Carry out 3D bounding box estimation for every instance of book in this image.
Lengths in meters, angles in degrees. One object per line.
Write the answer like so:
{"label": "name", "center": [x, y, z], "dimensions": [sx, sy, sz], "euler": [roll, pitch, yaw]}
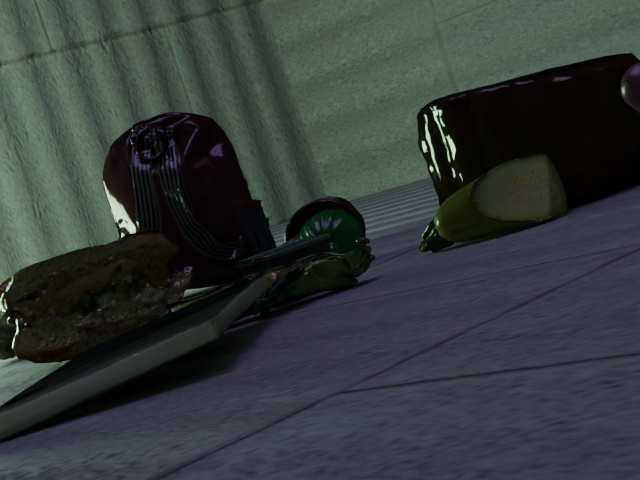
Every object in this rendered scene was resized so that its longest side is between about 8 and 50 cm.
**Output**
{"label": "book", "center": [-0.195, 0.117, 1.571], "dimensions": [0.264, 0.031, 0.379], "euler": [-24, 3, 6]}

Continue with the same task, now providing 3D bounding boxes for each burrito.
{"label": "burrito", "center": [-0.068, 0.063, 1.787], "dimensions": [0.288, 0.054, 0.104], "euler": [-18, 4, -2]}

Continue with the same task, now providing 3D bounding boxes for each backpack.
{"label": "backpack", "center": [-0.240, -0.062, 2.546], "dimensions": [0.283, 0.317, 0.197], "euler": [-16, 2, 13]}

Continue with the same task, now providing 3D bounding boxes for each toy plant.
{"label": "toy plant", "center": [0.000, 0.000, 2.116], "dimensions": [0.143, 0.105, 0.200], "euler": [-26, 12, 18]}

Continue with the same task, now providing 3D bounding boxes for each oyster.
{"label": "oyster", "center": [-0.457, 0.141, 2.453], "dimensions": [0.072, 0.133, 0.209], "euler": [32, 27, 26]}

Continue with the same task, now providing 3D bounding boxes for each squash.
{"label": "squash", "center": [0.202, -0.037, 1.854], "dimensions": [0.200, 0.090, 0.075], "euler": [-24, -3, 20]}

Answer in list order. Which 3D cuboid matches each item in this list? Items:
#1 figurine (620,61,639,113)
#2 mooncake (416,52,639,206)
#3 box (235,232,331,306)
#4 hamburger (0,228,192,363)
{"label": "figurine", "center": [0.391, -0.124, 1.432], "dimensions": [0.173, 0.173, 0.173], "euler": [-18, 3, 1]}
{"label": "mooncake", "center": [0.295, -0.135, 2.012], "dimensions": [0.324, 0.187, 0.324], "euler": [-16, 4, 1]}
{"label": "box", "center": [-0.039, 0.040, 1.896], "dimensions": [0.122, 0.069, 0.084], "euler": [-20, 5, -34]}
{"label": "hamburger", "center": [-0.319, 0.086, 2.069], "dimensions": [0.283, 0.144, 0.156], "euler": [-18, -7, -30]}
